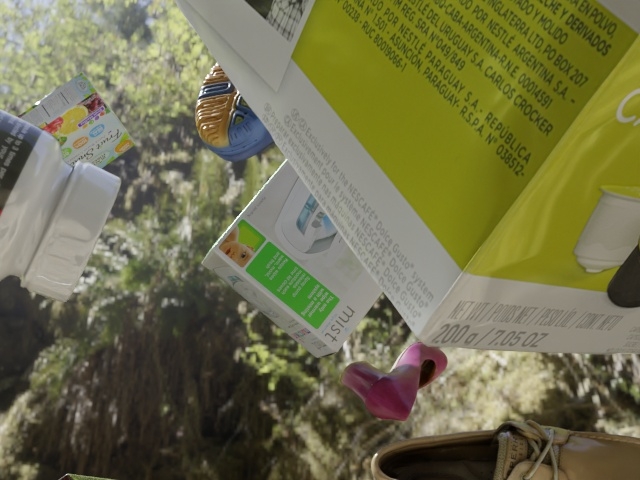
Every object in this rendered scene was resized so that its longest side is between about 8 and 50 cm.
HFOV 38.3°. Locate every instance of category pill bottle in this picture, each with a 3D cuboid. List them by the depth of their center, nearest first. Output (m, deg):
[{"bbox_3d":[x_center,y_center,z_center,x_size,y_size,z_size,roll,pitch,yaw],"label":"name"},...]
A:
[{"bbox_3d":[-0.346,-0.056,0.869,0.283,0.161,0.161,25,-46,-16],"label":"pill bottle"}]

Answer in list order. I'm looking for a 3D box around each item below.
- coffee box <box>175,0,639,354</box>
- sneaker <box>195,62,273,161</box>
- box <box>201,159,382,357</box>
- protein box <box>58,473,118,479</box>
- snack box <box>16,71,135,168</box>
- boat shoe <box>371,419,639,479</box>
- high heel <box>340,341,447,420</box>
[{"bbox_3d":[0.170,-0.169,0.522,0.337,0.338,0.334,7,-53,-40],"label":"coffee box"},{"bbox_3d":[-0.032,-0.157,0.965,0.111,0.296,0.131,1,-49,22],"label":"sneaker"},{"bbox_3d":[0.000,0.000,1.353,0.231,0.262,0.127,40,-17,-3],"label":"box"},{"bbox_3d":[-0.351,0.439,1.264,0.201,0.136,0.200,-35,-23,2],"label":"protein box"},{"bbox_3d":[-0.290,-0.127,1.099,0.100,0.037,0.141,-35,-20,-6],"label":"snack box"},{"bbox_3d":[0.224,0.259,1.004,0.340,0.122,0.110,-12,-49,19],"label":"boat shoe"},{"bbox_3d":[0.142,0.209,1.333,0.244,0.117,0.082,7,-69,-53],"label":"high heel"}]
